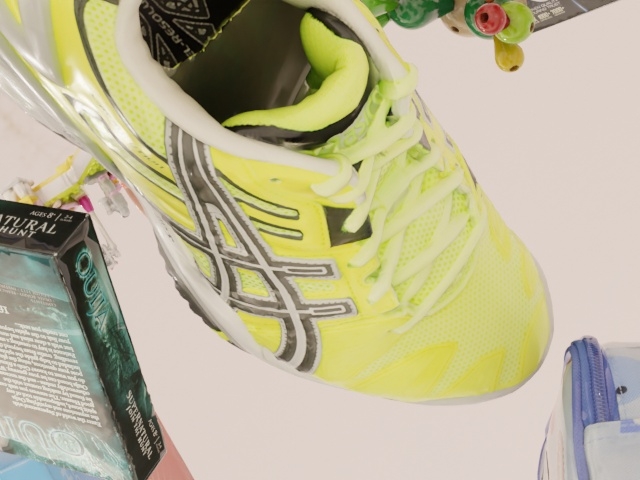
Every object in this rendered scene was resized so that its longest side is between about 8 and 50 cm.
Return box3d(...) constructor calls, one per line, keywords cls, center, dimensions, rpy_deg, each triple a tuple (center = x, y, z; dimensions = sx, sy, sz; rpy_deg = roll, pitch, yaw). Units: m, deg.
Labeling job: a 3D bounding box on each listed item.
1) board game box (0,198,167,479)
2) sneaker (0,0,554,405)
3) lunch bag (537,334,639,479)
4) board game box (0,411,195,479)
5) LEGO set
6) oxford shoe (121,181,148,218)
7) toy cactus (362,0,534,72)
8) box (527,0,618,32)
box3d(cls="board game box", center=(-0.159, 0.031, 0.567), dimensions=(0.186, 0.026, 0.126), rpy_deg=(10, -47, 25))
box3d(cls="sneaker", center=(-0.009, -0.028, 0.616), dimensions=(0.147, 0.384, 0.145), rpy_deg=(19, -106, 54))
box3d(cls="lunch bag", center=(0.169, 0.210, 0.678), dimensions=(0.115, 0.243, 0.303), rpy_deg=(-2, -114, 1))
box3d(cls="board game box", center=(-0.100, 0.224, 0.845), dimensions=(0.064, 0.242, 0.316), rpy_deg=(-26, -76, 5))
box3d(cls="LEGO set", center=(-0.219, -0.030, 1.293), dimensions=(0.287, 0.132, 0.107), rpy_deg=(-35, -98, 22))
box3d(cls="oxford shoe", center=(-0.120, -0.170, 1.494), dimensions=(0.146, 0.397, 0.140), rpy_deg=(-29, -55, 29))
box3d(cls="toy cactus", center=(0.088, -0.164, 1.035), dimensions=(0.219, 0.180, 0.112), rpy_deg=(3, -81, 46))
box3d(cls="box", center=(0.248, -0.287, 1.250), dimensions=(0.147, 0.180, 0.077), rpy_deg=(-16, -53, 40))
